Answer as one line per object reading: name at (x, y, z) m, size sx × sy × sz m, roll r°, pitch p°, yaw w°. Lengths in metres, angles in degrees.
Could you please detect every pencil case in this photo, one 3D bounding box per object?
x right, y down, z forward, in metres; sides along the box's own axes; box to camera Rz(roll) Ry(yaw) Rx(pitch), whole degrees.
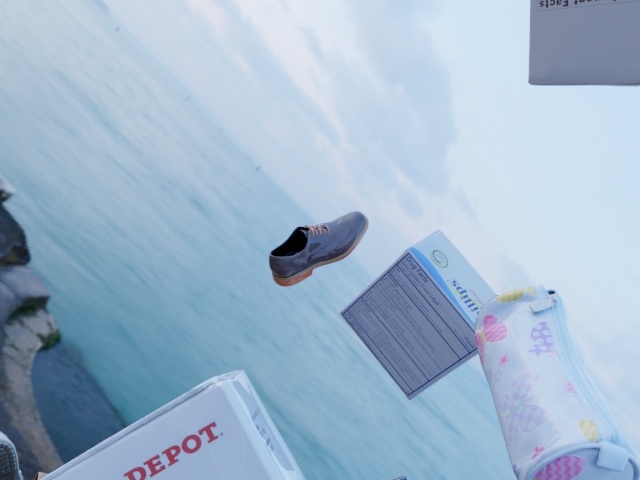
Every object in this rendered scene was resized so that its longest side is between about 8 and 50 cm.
pencil case at (0.255, 0.168, 0.754) m, size 0.113 × 0.124 × 0.273 m, roll 34°, pitch 28°, yaw -18°

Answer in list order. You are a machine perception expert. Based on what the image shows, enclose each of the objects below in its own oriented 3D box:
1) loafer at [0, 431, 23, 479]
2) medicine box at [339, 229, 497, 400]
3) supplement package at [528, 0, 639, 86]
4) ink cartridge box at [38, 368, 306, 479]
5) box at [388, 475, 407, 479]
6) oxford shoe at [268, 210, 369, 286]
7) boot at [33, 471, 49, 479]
loafer at (-0.609, 0.462, 1.271) m, size 0.101 × 0.269 × 0.092 m, roll -4°, pitch 26°, yaw -30°
medicine box at (0.236, 0.172, 1.536) m, size 0.263 × 0.289 × 0.149 m, roll 51°, pitch 41°, yaw 10°
supplement package at (0.365, -0.332, 0.774) m, size 0.175 × 0.177 × 0.293 m, roll 19°, pitch -62°, yaw 54°
ink cartridge box at (-0.086, 0.269, 0.522) m, size 0.278 × 0.201 × 0.117 m, roll 60°, pitch -2°, yaw 6°
box at (0.013, 0.757, 1.261) m, size 0.297 × 0.480 × 0.472 m, roll -6°, pitch 65°, yaw -32°
oxford shoe at (0.000, 0.000, 1.558) m, size 0.097 × 0.271 × 0.098 m, roll 38°, pitch -26°, yaw 40°
boot at (-0.372, 0.390, 1.058) m, size 0.152 × 0.197 × 0.073 m, roll 33°, pitch -32°, yaw -22°
